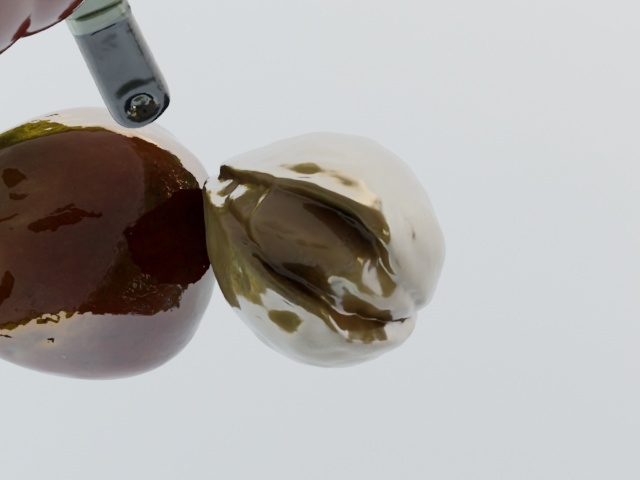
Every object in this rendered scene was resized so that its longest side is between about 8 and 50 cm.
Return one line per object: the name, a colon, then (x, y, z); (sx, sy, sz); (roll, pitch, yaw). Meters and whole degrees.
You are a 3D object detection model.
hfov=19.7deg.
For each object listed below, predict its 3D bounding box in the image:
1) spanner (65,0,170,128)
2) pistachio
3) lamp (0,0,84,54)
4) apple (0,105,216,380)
spanner: (-0.154, -0.172, 1.055); (0.087, 0.316, 0.024); (-32, -132, -9)
pistachio: (0.000, 0.000, 1.332); (0.162, 0.181, 0.293); (-54, -170, 10)
lamp: (-0.184, -0.171, 0.770); (0.227, 0.227, 0.227); (-18, -125, 28)
apple: (-0.186, 0.003, 1.450); (0.234, 0.234, 0.234); (-18, -125, 28)
